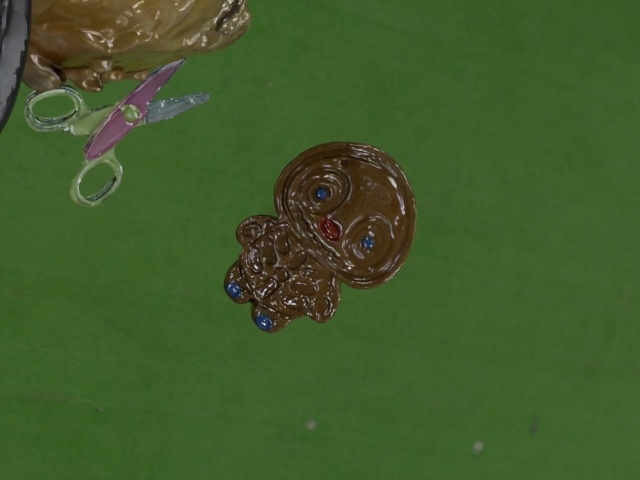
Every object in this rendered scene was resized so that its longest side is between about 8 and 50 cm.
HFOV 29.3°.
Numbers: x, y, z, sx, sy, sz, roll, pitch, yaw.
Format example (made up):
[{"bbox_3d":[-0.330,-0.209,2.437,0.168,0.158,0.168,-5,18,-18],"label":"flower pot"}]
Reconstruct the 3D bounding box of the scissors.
[{"bbox_3d":[-0.203,-0.130,1.265,0.187,0.020,0.133,-33,105,-22],"label":"scissors"}]

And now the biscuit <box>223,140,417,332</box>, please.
[{"bbox_3d":[0.000,0.000,0.980,0.124,0.026,0.175,45,99,2],"label":"biscuit"}]

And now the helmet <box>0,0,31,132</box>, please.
[{"bbox_3d":[-0.215,-0.069,0.315,0.231,0.160,0.279,-11,62,-45],"label":"helmet"}]

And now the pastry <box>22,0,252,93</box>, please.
[{"bbox_3d":[-0.176,-0.213,0.669,0.315,0.184,0.284,58,29,10],"label":"pastry"}]
